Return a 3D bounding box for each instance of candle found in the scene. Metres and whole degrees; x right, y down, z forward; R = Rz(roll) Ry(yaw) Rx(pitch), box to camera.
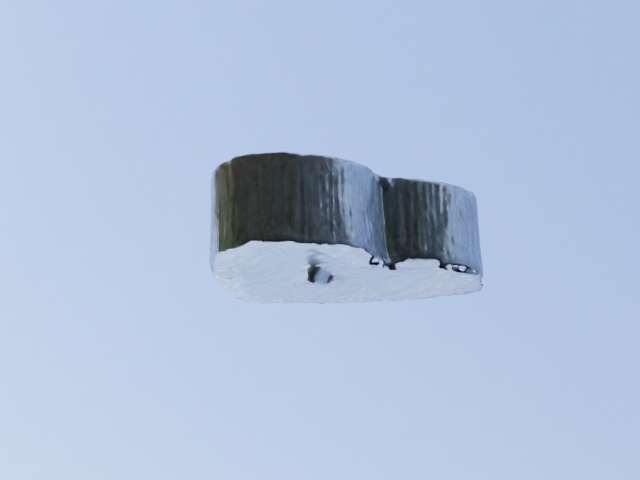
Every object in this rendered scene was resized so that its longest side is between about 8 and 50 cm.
[{"bbox_3d":[0.000,0.000,0.959,0.168,0.192,0.068,-15,-112,48],"label":"candle"}]
